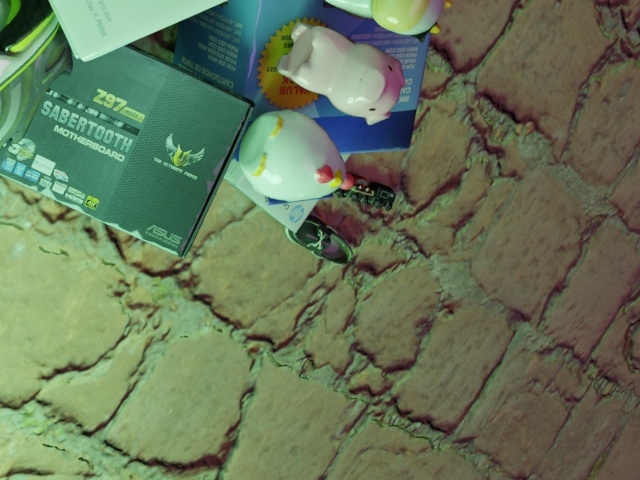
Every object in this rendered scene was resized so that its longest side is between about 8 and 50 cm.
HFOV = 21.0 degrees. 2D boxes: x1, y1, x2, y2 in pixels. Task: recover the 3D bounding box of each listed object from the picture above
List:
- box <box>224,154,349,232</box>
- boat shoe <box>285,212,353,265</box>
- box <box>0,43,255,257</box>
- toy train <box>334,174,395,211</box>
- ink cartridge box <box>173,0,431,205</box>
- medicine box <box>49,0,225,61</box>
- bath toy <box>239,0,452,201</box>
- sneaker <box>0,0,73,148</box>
[{"bbox_3d":[-0.025,-0.120,2.149,0.186,0.038,0.145,-54,140,-3],"label":"box"},{"bbox_3d":[0.000,0.000,2.254,0.046,0.038,0.125,-55,141,-3],"label":"boat shoe"},{"bbox_3d":[-0.210,-0.112,1.832,0.059,0.233,0.183,-94,-150,-81],"label":"box"},{"bbox_3d":[0.048,-0.069,2.267,0.158,0.027,0.036,13,101,-50],"label":"toy train"},{"bbox_3d":[-0.015,-0.242,1.959,0.270,0.151,0.395,-7,118,-37],"label":"ink cartridge box"},{"bbox_3d":[-0.105,-0.314,1.650,0.289,0.263,0.149,-21,104,14],"label":"medicine box"},{"bbox_3d":[0.041,-0.191,1.819,0.129,0.151,0.348,23,99,-27],"label":"bath toy"},{"bbox_3d":[-0.343,-0.114,1.631,0.300,0.111,0.121,-44,144,-11],"label":"sneaker"}]
